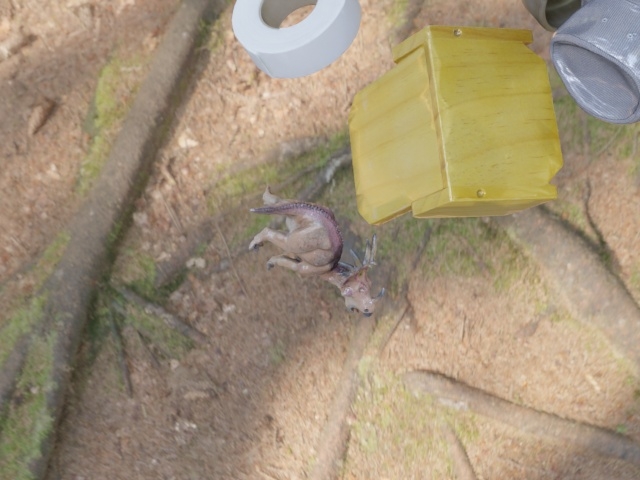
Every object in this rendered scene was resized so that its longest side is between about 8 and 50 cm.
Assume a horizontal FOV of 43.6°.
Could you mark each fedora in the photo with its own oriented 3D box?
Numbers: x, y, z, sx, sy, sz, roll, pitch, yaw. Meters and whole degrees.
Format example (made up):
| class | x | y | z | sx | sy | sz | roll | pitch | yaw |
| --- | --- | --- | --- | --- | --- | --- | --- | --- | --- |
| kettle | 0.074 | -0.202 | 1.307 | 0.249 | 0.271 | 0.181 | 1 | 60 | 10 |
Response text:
| class | x | y | z | sx | sy | sz | roll | pitch | yaw |
| --- | --- | --- | --- | --- | --- | --- | --- | --- | --- |
| fedora | 0.443 | -0.274 | 1.209 | 0.124 | 0.243 | 0.275 | -30 | 59 | -11 |

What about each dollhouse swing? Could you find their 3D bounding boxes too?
| class | x | y | z | sx | sy | sz | roll | pitch | yaw |
| --- | --- | --- | --- | --- | --- | --- | --- | --- | --- |
| dollhouse swing | 0.257 | -0.203 | 1.620 | 0.315 | 0.305 | 0.346 | -2 | 76 | -16 |

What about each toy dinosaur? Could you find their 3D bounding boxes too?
| class | x | y | z | sx | sy | sz | roll | pitch | yaw |
| --- | --- | --- | --- | --- | --- | --- | --- | --- | --- |
| toy dinosaur | 0.000 | 0.000 | 1.395 | 0.200 | 0.295 | 0.127 | 9 | 61 | 31 |

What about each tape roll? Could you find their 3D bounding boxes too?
| class | x | y | z | sx | sy | sz | roll | pitch | yaw |
| --- | --- | --- | --- | --- | --- | --- | --- | --- | --- |
| tape roll | -0.055 | -0.509 | 1.817 | 0.286 | 0.100 | 0.286 | -10 | 62 | 18 |

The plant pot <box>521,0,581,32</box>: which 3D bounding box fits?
| class | x | y | z | sx | sy | sz | roll | pitch | yaw |
| --- | --- | --- | --- | --- | --- | --- | --- | --- | --- |
| plant pot | 0.422 | -0.573 | 1.378 | 0.323 | 0.323 | 0.280 | -31 | 68 | -10 |
